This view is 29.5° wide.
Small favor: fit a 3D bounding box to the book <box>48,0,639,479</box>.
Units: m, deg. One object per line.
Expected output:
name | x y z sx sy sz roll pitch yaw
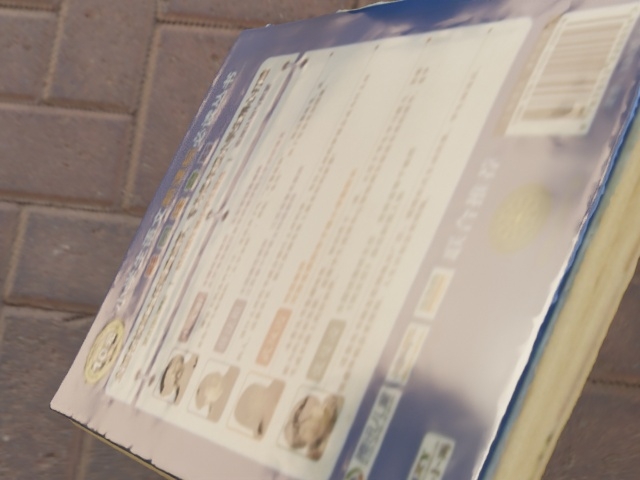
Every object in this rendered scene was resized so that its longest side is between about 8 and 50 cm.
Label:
book | 0.000 0.000 0.646 0.039 0.428 0.300 31 78 -28
